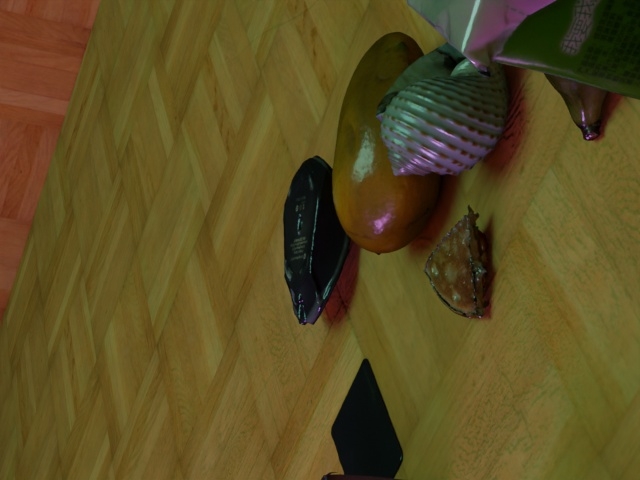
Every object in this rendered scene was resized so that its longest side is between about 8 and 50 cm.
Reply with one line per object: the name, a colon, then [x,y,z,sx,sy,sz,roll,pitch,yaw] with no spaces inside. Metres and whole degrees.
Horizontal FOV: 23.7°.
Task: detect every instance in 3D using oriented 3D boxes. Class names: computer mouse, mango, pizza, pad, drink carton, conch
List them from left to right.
computer mouse: [0.000,0.000,1.721,0.106,0.062,0.192,174,99,-66]
pad: [0.046,0.212,1.596,0.157,0.003,0.112,-111,37,-51]
mango: [0.070,-0.101,1.532,0.147,0.109,0.227,87,-171,-82]
conch: [0.118,-0.121,1.421,0.135,0.153,0.102,35,155,54]
pizza: [0.138,0.036,1.422,0.100,0.029,0.099,118,143,-44]
drink carton: [0.198,-0.162,1.022,0.161,0.271,0.108,-123,48,-59]

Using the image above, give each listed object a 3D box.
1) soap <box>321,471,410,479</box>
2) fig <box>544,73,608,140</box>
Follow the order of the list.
soap: [0.019,0.303,1.468,0.203,0.122,0.065,124,147,-44]
fig: [0.220,-0.186,1.239,0.127,0.185,0.133,-37,24,2]
